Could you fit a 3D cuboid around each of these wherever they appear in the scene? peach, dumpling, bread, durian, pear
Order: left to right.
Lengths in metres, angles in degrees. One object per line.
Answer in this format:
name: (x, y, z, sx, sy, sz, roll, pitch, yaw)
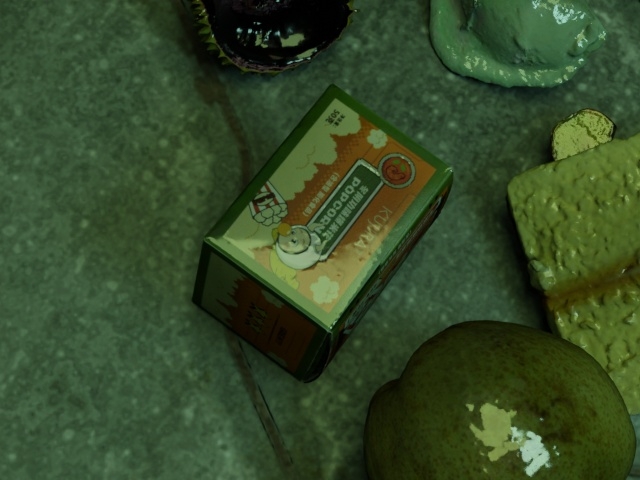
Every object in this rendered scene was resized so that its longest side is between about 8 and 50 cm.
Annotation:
durian: (-0.065, -0.239, 1.320, 0.187, 0.119, 0.108, -2, 31, -22)
pear: (0.150, 0.171, 1.130, 0.211, 0.188, 0.228, 44, 68, -5)
dumpling: (0.192, -0.251, 1.346, 0.149, 0.105, 0.216, -31, 77, -19)
peach: (0.274, -0.088, 1.326, 0.077, 0.050, 0.083, -25, 79, -4)
bread: (0.327, 0.027, 1.262, 0.236, 0.198, 0.263, -20, 81, 18)

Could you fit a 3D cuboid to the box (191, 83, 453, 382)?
box: (0.000, 0.000, 1.178, 0.148, 0.177, 0.195, 37, 68, 5)
